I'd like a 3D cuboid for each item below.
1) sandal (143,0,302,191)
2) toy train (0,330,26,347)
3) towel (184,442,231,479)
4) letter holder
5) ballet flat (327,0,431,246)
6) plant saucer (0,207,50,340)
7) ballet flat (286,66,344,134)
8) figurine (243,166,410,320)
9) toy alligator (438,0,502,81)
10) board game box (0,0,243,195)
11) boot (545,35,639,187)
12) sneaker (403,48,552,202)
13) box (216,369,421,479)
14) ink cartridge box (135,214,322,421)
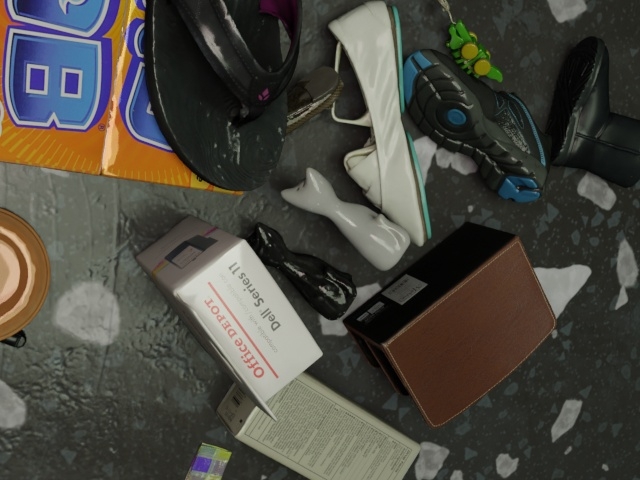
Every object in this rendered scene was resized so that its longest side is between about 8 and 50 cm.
[{"bbox_3d":[-0.090,-0.265,0.818,0.167,0.107,0.446,-10,106,-36],"label":"sandal"},{"bbox_3d":[-0.498,0.121,1.146,0.158,0.036,0.027,24,89,-24],"label":"toy train"},{"bbox_3d":[-0.187,0.382,1.335,0.060,0.009,0.083,24,89,-24],"label":"towel"},{"bbox_3d":[0.232,0.148,1.400,0.301,0.152,0.215,-37,112,-13],"label":"letter holder"},{"bbox_3d":[0.087,-0.180,1.310,0.139,0.139,0.401,-13,99,-20],"label":"ballet flat"},{"bbox_3d":[-0.477,0.047,1.120,0.199,0.037,0.200,2,87,-29],"label":"plant saucer"},{"bbox_3d":[-0.072,-0.183,1.247,0.249,0.084,0.058,-33,150,-2],"label":"ballet flat"},{"bbox_3d":[0.000,0.000,1.271,0.209,0.092,0.215,33,121,-18],"label":"figurine"},{"bbox_3d":[0.242,-0.334,1.381,0.051,0.056,0.189,-32,116,28],"label":"toy alligator"},{"bbox_3d":[-0.300,-0.270,0.954,0.356,0.356,0.357,6,96,-38],"label":"board game box"},{"bbox_3d":[0.537,-0.233,1.493,0.207,0.094,0.247,10,101,-20],"label":"boot"},{"bbox_3d":[0.273,-0.215,1.394,0.341,0.125,0.140,42,56,-22],"label":"sneaker"},{"bbox_3d":[-0.001,0.316,1.342,0.311,0.121,0.148,37,83,-24],"label":"box"},{"bbox_3d":[-0.127,0.095,1.125,0.119,0.353,0.207,-38,111,-13],"label":"ink cartridge box"}]
